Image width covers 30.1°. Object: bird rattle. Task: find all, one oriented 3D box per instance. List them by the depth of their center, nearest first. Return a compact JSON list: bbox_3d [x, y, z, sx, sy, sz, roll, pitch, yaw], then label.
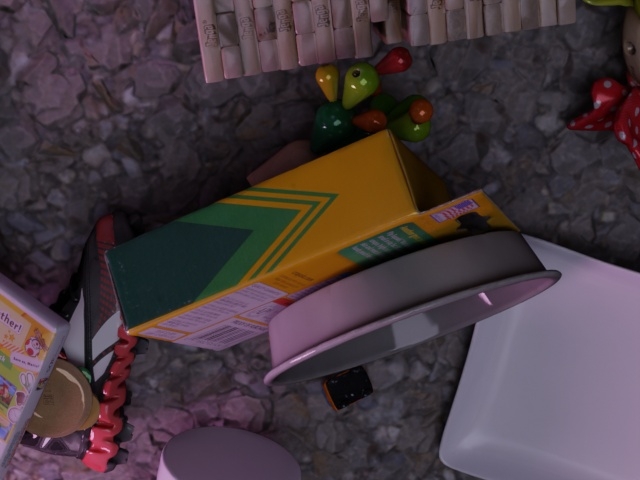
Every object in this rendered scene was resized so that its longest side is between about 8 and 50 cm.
[{"bbox_3d":[0.341,-0.193,1.114,0.207,0.143,0.254,-24,117,-16],"label":"bird rattle"}]

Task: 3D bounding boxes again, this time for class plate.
[{"bbox_3d":[0.287,0.150,1.236,0.277,0.045,0.278,17,109,11],"label":"plate"}]

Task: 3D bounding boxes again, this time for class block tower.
[{"bbox_3d":[0.052,-0.222,1.075,0.335,0.097,0.091,-10,112,-6],"label":"block tower"}]

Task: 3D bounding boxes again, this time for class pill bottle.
[{"bbox_3d":[-0.119,0.372,1.230,0.187,0.188,0.334,8,110,-11],"label":"pill bottle"}]

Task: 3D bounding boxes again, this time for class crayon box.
[{"bbox_3d":[0.000,0.000,1.060,0.323,0.203,0.083,-22,75,14],"label":"crayon box"}]

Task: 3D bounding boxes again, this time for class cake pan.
[{"bbox_3d":[0.078,0.063,1.111,0.293,0.293,0.054,-19,78,0],"label":"cake pan"}]

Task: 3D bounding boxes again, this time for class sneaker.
[{"bbox_3d":[-0.237,0.098,1.152,0.135,0.098,0.276,8,111,-14],"label":"sneaker"}]

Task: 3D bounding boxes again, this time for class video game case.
[{"bbox_3d":[-0.356,0.106,1.110,0.227,0.026,0.206,33,107,20],"label":"video game case"}]

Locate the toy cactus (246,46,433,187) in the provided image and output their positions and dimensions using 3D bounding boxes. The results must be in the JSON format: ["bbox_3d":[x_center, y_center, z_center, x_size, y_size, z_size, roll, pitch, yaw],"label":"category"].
[{"bbox_3d":[0.014,-0.095,1.075,0.180,0.219,0.112,-29,81,-5],"label":"toy cactus"}]

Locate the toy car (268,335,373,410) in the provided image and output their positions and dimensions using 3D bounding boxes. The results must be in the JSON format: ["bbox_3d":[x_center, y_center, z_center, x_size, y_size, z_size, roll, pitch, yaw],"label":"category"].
[{"bbox_3d":[-0.001,0.128,1.244,0.122,0.060,0.040,51,142,-5],"label":"toy car"}]

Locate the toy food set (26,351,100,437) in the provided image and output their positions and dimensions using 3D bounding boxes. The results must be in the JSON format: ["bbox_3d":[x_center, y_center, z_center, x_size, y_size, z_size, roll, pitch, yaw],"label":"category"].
[{"bbox_3d":[-0.251,0.144,1.106,0.083,0.020,0.083,-15,104,4],"label":"toy food set"}]
